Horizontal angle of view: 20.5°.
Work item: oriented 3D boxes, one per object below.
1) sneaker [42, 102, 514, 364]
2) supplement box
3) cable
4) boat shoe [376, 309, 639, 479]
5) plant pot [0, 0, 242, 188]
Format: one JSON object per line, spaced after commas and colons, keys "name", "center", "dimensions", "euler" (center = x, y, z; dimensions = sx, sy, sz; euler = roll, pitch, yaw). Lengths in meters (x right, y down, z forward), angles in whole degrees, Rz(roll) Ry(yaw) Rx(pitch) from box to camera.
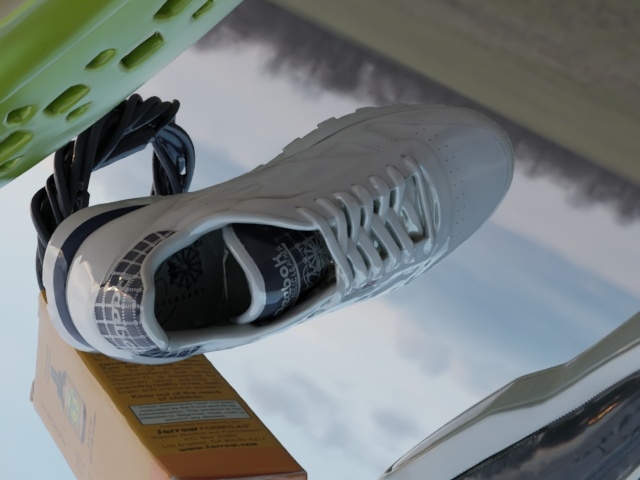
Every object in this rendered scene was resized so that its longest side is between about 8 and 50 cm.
{"name": "sneaker", "center": [0.000, 0.000, 0.776], "dimensions": [0.235, 0.090, 0.095], "euler": [-23, -168, -26]}
{"name": "supplement box", "center": [-0.089, 0.103, 0.949], "dimensions": [0.080, 0.078, 0.233], "euler": [-3, -157, -27]}
{"name": "cable", "center": [-0.136, -0.020, 1.156], "dimensions": [0.047, 0.184, 0.150], "euler": [7, 154, 28]}
{"name": "boat shoe", "center": [0.169, 0.082, 0.879], "dimensions": [0.091, 0.302, 0.114], "euler": [56, -149, 0]}
{"name": "plant pot", "center": [-0.179, -0.164, 0.882], "dimensions": [0.227, 0.228, 0.207], "euler": [52, 180, -1]}
